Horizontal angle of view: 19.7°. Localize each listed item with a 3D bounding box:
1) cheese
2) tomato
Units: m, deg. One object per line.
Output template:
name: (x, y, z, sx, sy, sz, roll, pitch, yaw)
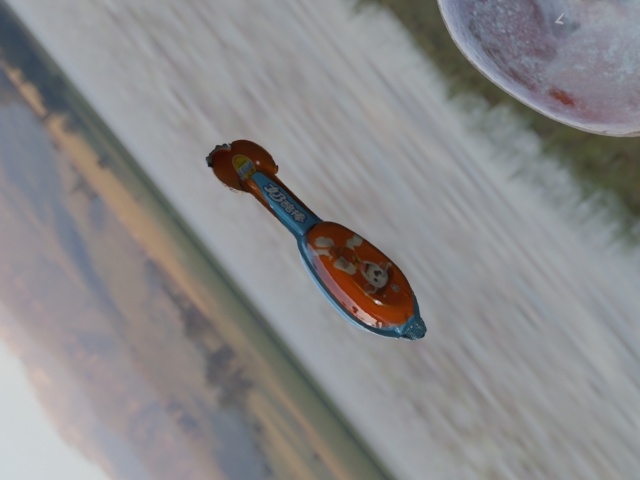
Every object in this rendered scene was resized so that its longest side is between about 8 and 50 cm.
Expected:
cheese: (0.000, 0.000, 1.674, 0.256, 0.037, 0.106, 45, -146, 4)
tomato: (0.249, -0.246, 1.564, 0.316, 0.317, 0.282, 51, -156, -3)
